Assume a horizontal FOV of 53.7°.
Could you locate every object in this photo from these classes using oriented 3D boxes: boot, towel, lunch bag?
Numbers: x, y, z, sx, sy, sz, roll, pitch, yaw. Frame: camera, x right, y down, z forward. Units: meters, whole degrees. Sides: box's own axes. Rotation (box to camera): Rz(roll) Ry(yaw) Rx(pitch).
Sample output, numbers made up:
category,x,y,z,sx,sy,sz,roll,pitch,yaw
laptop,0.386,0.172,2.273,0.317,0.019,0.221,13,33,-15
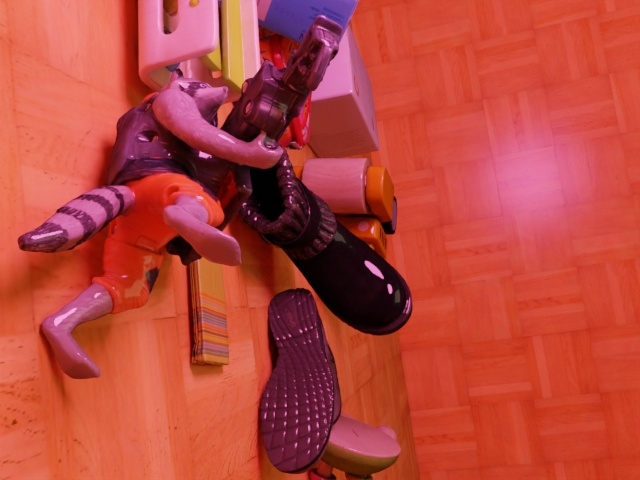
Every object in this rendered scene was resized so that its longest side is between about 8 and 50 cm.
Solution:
category,x,y,z,sx,sy,sz,roll,pitch,yaw
boot,-0.004,0.002,1.029,0.348,0.131,0.260,41,-7,23
boot,-0.009,0.266,1.076,0.338,0.118,0.223,-88,164,-44
towel,-0.153,0.049,0.846,0.102,0.021,0.237,55,27,-73
lunch bag,-0.083,-0.309,1.196,0.293,0.120,0.258,-87,167,-44

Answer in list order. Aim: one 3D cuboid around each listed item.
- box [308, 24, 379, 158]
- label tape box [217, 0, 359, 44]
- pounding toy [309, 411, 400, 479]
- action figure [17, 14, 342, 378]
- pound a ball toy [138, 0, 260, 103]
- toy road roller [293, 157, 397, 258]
category,x,y,z,sx,sy,sz,roll,pitch,yaw
box,0.026,-0.365,1.557,0.345,0.168,0.215,45,38,-69
label tape box,-0.057,-0.469,1.085,0.348,0.249,0.115,-82,-164,-54
pounding toy,0.052,0.412,1.206,0.237,0.183,0.110,11,95,-80
action figure,-0.132,-0.082,0.595,0.178,0.341,0.330,26,32,-21
pound a ball toy,-0.180,-0.345,0.753,0.208,0.135,0.319,30,53,-67
toy road roller,0.055,-0.021,1.395,0.329,0.202,0.240,52,42,-67
